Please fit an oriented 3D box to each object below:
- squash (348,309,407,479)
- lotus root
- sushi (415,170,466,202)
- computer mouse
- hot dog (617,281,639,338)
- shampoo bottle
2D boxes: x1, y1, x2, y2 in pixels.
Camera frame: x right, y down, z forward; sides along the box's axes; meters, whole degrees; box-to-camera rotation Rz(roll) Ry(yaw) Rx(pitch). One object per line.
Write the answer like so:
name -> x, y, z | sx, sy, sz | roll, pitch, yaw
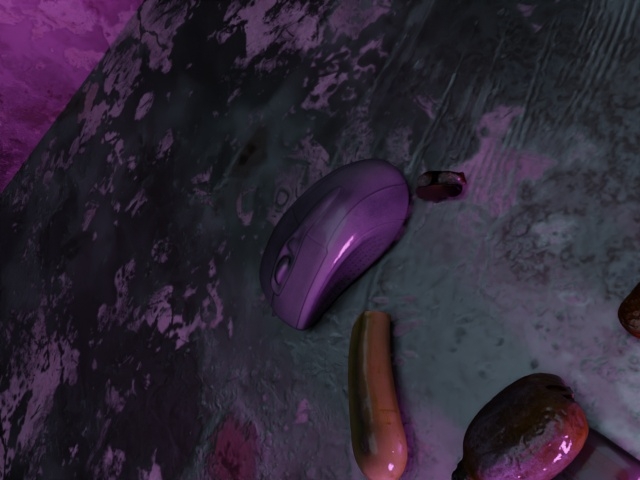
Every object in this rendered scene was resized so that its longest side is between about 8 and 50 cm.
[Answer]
squash -> 0.085, 0.237, 0.705 | 0.083, 0.083, 0.250 | -19, 60, 31
lotus root -> 0.237, 0.248, 0.564 | 0.192, 0.088, 0.113 | -46, 12, 13
sushi -> 0.204, -0.095, 0.768 | 0.083, 0.044, 0.046 | 1, 53, 36
computer mouse -> 0.000, 0.000, 0.834 | 0.371, 0.121, 0.188 | -52, 50, 14
hot dog -> 0.399, 0.080, 0.548 | 0.058, 0.035, 0.083 | 40, 99, 40
shampoo bottle -> 0.300, 0.308, 0.534 | 0.080, 0.040, 0.165 | 35, 94, 40
